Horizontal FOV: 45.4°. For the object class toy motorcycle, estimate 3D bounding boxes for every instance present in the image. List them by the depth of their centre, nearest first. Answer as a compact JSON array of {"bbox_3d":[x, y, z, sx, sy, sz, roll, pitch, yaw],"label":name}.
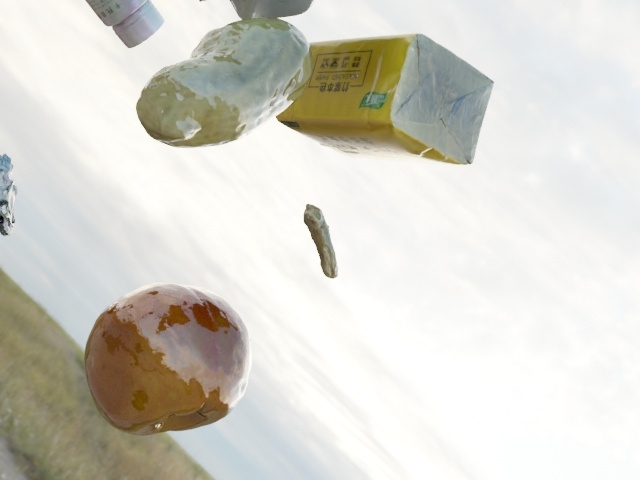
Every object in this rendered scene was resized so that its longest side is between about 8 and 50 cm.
[{"bbox_3d":[-0.826,-0.138,1.926,0.108,0.204,0.239,4,-20,-12],"label":"toy motorcycle"}]

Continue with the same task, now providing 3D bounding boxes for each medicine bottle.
[{"bbox_3d":[-0.529,-0.637,1.980,0.152,0.152,0.254,16,-32,54],"label":"medicine bottle"}]

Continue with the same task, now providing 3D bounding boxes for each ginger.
[{"bbox_3d":[0.001,0.001,1.668,0.069,0.051,0.174,144,-68,-76],"label":"ginger"}]

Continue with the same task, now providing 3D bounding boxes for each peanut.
[{"bbox_3d":[-0.159,-0.278,1.335,0.192,0.387,0.169,43,-41,6],"label":"peanut"}]

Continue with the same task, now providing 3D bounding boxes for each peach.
[{"bbox_3d":[-0.316,0.235,1.588,0.343,0.342,0.302,96,-16,-67],"label":"peach"}]

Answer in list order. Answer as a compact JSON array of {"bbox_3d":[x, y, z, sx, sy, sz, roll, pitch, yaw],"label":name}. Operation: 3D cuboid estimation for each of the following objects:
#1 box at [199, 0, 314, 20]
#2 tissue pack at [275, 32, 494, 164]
[{"bbox_3d":[-0.078,-0.532,1.498,0.336,0.264,0.106,140,-66,-68],"label":"box"},{"bbox_3d":[0.135,-0.303,1.688,0.293,0.228,0.381,19,-6,-42],"label":"tissue pack"}]
